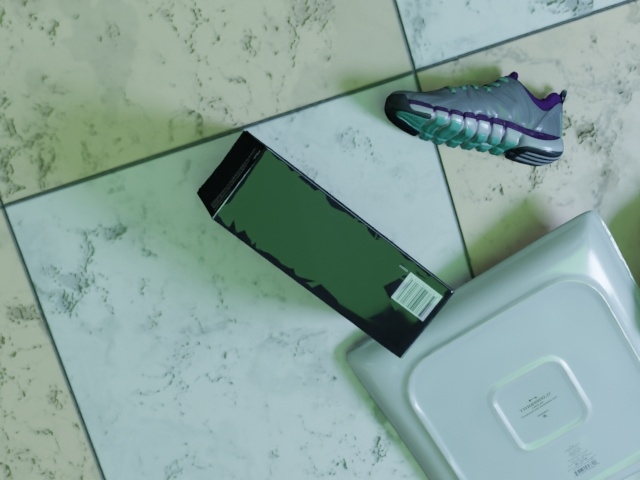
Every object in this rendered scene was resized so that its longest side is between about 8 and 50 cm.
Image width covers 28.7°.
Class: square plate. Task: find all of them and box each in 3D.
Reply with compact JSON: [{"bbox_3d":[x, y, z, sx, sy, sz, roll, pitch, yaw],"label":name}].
[{"bbox_3d":[0.264,0.190,1.519,0.347,0.049,0.344,-31,106,7],"label":"square plate"}]

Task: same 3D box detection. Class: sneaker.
[{"bbox_3d":[0.182,-0.158,1.466,0.224,0.083,0.098,14,77,-17],"label":"sneaker"}]

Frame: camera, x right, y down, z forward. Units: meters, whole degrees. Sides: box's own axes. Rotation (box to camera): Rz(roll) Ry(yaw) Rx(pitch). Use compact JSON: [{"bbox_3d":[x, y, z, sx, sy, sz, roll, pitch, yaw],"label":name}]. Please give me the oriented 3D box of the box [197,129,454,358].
[{"bbox_3d":[0.000,0.000,1.395,0.261,0.184,0.103,37,94,-14],"label":"box"}]
